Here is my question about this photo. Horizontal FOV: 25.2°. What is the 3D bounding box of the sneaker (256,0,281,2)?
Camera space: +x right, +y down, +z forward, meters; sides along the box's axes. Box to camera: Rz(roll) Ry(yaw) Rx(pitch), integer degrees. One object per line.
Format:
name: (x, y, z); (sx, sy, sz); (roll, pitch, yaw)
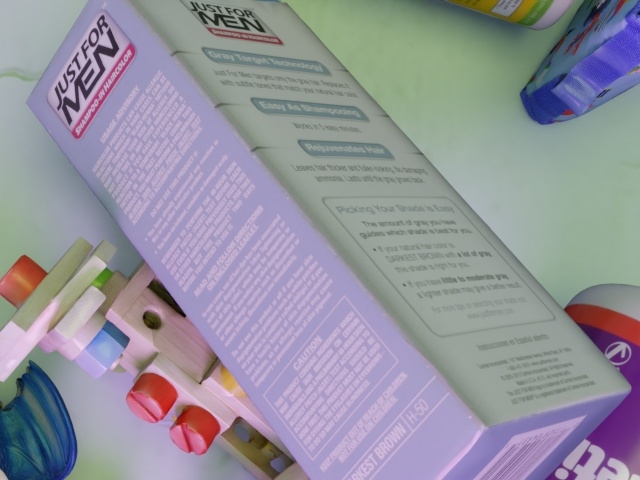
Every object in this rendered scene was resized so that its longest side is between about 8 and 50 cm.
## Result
sneaker: (-0.101, -0.238, 1.020); (0.091, 0.126, 0.240); (-39, 92, -16)

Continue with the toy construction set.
toy construction set: (-0.085, 0.118, 0.940); (0.327, 0.151, 0.215); (51, 47, -19)

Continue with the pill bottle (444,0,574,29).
pill bottle: (0.076, -0.255, 1.061); (0.246, 0.136, 0.136); (16, 79, -11)

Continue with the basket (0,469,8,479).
basket: (-0.245, 0.202, 0.833); (0.167, 0.103, 0.113); (-31, 92, -25)

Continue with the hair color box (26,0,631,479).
hair color box: (0.000, 0.000, 0.901); (0.185, 0.113, 0.374); (-3, 47, -54)

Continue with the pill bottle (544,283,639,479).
pill bottle: (0.172, 0.200, 0.996); (0.181, 0.181, 0.323); (39, 75, -6)

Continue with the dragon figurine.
dragon figurine: (-0.213, 0.130, 0.961); (0.144, 0.085, 0.289); (-13, 86, -15)

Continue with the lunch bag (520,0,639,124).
lunch bag: (0.276, -0.189, 1.057); (0.138, 0.221, 0.293); (46, 74, -3)
